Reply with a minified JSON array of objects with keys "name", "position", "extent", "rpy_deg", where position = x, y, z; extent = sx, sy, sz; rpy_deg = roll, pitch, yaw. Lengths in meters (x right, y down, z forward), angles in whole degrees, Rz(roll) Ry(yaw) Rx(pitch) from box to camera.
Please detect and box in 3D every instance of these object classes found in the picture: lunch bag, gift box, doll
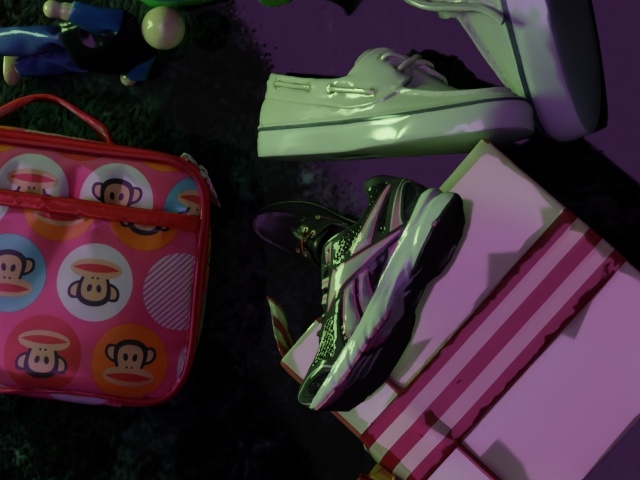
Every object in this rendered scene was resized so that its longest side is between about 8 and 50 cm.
[{"name":"lunch bag","position":[-0.239,0.004,1.316],"extent":[0.293,0.120,0.258],"rpy_deg":[7,88,-7]},{"name":"gift box","position":[0.120,0.081,1.197],"extent":[0.276,0.255,0.258],"rpy_deg":[41,96,14]},{"name":"doll","position":[-0.204,-0.173,1.328],"extent":[0.189,0.129,0.046],"rpy_deg":[-3,63,24]}]

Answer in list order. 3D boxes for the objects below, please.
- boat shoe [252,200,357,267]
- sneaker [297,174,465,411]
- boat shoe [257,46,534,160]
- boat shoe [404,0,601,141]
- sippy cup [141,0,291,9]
[{"name":"boat shoe","position":[0.000,-0.002,1.323],"extent":[0.133,0.042,0.048],"rpy_deg":[17,103,15]},{"name":"sneaker","position":[0.029,0.035,1.066],"extent":[0.077,0.072,0.178],"rpy_deg":[28,84,26]},{"name":"boat shoe","position":[0.055,-0.112,1.238],"extent":[0.268,0.096,0.088],"rpy_deg":[-2,87,47]},{"name":"boat shoe","position":[0.099,-0.236,1.201],"extent":[0.157,0.136,0.367],"rpy_deg":[-14,112,28]},{"name":"sippy cup","position":[-0.151,-0.309,1.235],"extent":[0.306,0.224,0.240],"rpy_deg":[2,98,15]}]
